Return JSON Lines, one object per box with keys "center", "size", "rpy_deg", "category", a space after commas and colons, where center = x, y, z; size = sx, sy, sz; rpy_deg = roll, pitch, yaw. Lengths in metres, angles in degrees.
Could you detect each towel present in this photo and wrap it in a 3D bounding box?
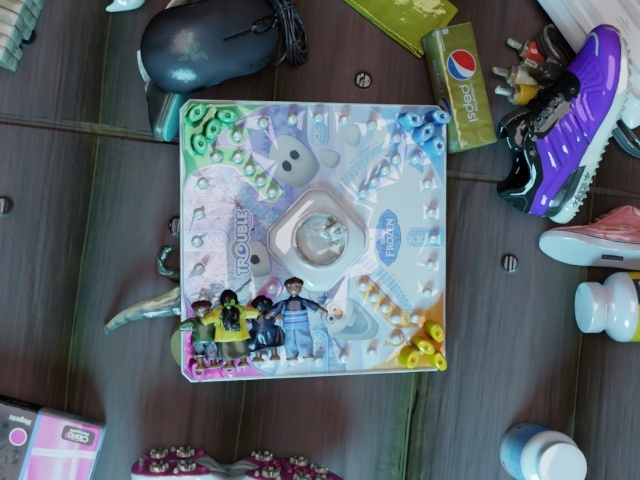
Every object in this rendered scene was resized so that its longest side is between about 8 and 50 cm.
{"center": [0.088, -0.385, 1.478], "size": [0.237, 0.021, 0.102], "rpy_deg": [38, 84, -2], "category": "towel"}

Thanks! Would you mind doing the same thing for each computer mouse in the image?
{"center": [-0.123, -0.293, 1.351], "size": [0.272, 0.072, 0.189], "rpy_deg": [-33, 113, -32], "category": "computer mouse"}

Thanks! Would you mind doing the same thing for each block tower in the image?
{"center": [-0.427, -0.402, 1.392], "size": [0.091, 0.097, 0.336], "rpy_deg": [22, 86, -4], "category": "block tower"}

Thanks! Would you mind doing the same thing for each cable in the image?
{"center": [0.400, -0.225, 1.497], "size": [0.287, 0.072, 0.140], "rpy_deg": [26, 66, -16], "category": "cable"}

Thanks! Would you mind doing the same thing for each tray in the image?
{"center": [0.442, -0.314, 1.443], "size": [0.145, 0.030, 0.270], "rpy_deg": [-34, 82, 9], "category": "tray"}

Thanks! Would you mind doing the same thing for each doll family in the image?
{"center": [-0.088, 0.109, 1.300], "size": [0.193, 0.076, 0.111], "rpy_deg": [-5, 89, -19], "category": "doll family"}

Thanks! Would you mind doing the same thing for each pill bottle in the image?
{"center": [0.315, 0.308, 1.381], "size": [0.087, 0.160, 0.087], "rpy_deg": [0, 86, -5], "category": "pill bottle"}
{"center": [0.476, 0.097, 1.442], "size": [0.184, 0.103, 0.103], "rpy_deg": [-1, 86, -6], "category": "pill bottle"}

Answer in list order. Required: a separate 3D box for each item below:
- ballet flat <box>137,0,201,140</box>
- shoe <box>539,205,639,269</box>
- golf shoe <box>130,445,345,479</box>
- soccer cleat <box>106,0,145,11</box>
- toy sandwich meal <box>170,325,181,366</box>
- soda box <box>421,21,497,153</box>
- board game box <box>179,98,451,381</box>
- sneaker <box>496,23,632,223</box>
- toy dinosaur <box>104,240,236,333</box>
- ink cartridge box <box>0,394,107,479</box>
{"center": [-0.200, -0.274, 1.412], "size": [0.096, 0.095, 0.280], "rpy_deg": [24, 73, 6], "category": "ballet flat"}
{"center": [0.421, -0.009, 1.470], "size": [0.178, 0.063, 0.081], "rpy_deg": [8, 55, 11], "category": "shoe"}
{"center": [-0.112, 0.370, 1.369], "size": [0.306, 0.115, 0.140], "rpy_deg": [4, 96, 1], "category": "golf shoe"}
{"center": [-0.308, -0.425, 1.402], "size": [0.076, 0.068, 0.196], "rpy_deg": [-20, 106, -1], "category": "soccer cleat"}
{"center": [-0.177, 0.155, 1.399], "size": [0.085, 0.029, 0.086], "rpy_deg": [11, 112, 30], "category": "toy sandwich meal"}
{"center": [0.205, -0.224, 1.450], "size": [0.061, 0.058, 0.181], "rpy_deg": [-13, 92, -16], "category": "soda box"}
{"center": [0.000, 0.000, 1.379], "size": [0.389, 0.050, 0.390], "rpy_deg": [-1, 93, -15], "category": "board game box"}
{"center": [0.333, -0.171, 1.397], "size": [0.146, 0.102, 0.293], "rpy_deg": [12, 108, -11], "category": "sneaker"}
{"center": [-0.182, 0.062, 1.401], "size": [0.268, 0.064, 0.118], "rpy_deg": [-6, 93, -3], "category": "toy dinosaur"}
{"center": [-0.431, 0.410, 1.349], "size": [0.175, 0.069, 0.371], "rpy_deg": [16, 87, -5], "category": "ink cartridge box"}
